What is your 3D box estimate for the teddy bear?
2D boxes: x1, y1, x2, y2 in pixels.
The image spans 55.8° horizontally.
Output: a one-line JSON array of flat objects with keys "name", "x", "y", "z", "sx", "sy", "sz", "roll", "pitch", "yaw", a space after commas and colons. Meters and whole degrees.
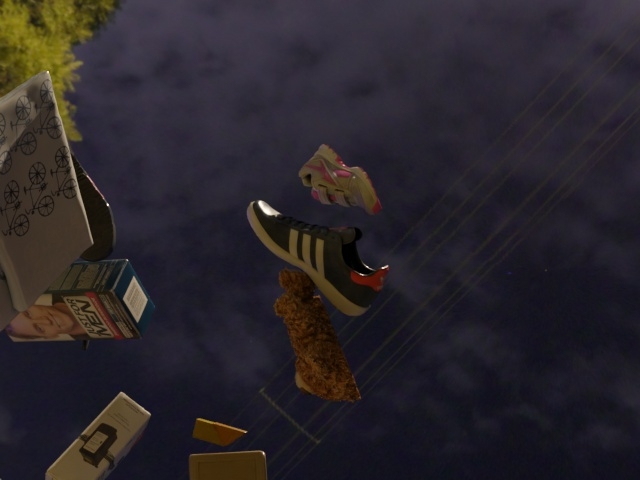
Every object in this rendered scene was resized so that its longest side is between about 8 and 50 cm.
[{"name": "teddy bear", "x": -0.023, "y": 0.203, "z": 1.279, "sx": 0.113, "sy": 0.245, "sz": 0.338, "roll": -22, "pitch": -122, "yaw": -1}]

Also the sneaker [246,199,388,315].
[{"name": "sneaker", "x": 0.000, "y": 0.000, "z": 1.317, "sx": 0.350, "sy": 0.131, "sz": 0.148, "roll": 40, "pitch": -71, "yaw": 8}]

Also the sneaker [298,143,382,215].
[{"name": "sneaker", "x": 0.042, "y": -0.120, "z": 1.407, "sx": 0.111, "sy": 0.103, "sz": 0.252, "roll": -41, "pitch": -132, "yaw": -10}]

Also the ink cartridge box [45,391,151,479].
[{"name": "ink cartridge box", "x": -0.532, "y": 0.508, "z": 1.448, "sx": 0.100, "sy": 0.237, "sz": 0.172, "roll": 37, "pitch": -41, "yaw": 4}]

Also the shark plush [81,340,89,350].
[{"name": "shark plush", "x": -0.594, "y": 0.211, "z": 1.605, "sx": 0.073, "sy": 0.067, "sz": 0.161, "roll": -15, "pitch": -122, "yaw": 36}]

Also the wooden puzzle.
[{"name": "wooden puzzle", "x": -0.076, "y": 0.210, "z": 0.503, "sx": 0.079, "sy": 0.014, "sz": 0.116, "roll": -1, "pitch": -99, "yaw": 17}]

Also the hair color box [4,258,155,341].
[{"name": "hair color box", "x": -0.589, "y": 0.145, "z": 1.413, "sx": 0.347, "sy": 0.174, "sz": 0.105, "roll": -3, "pitch": -138, "yaw": 13}]

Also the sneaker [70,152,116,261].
[{"name": "sneaker", "x": -0.526, "y": -0.061, "z": 1.353, "sx": 0.112, "sy": 0.131, "sz": 0.319, "roll": -25, "pitch": -120, "yaw": -14}]

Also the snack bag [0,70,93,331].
[{"name": "snack bag", "x": -0.437, "y": -0.014, "z": 0.801, "sx": 0.037, "sy": 0.342, "sz": 0.323, "roll": 14, "pitch": -51, "yaw": 12}]
